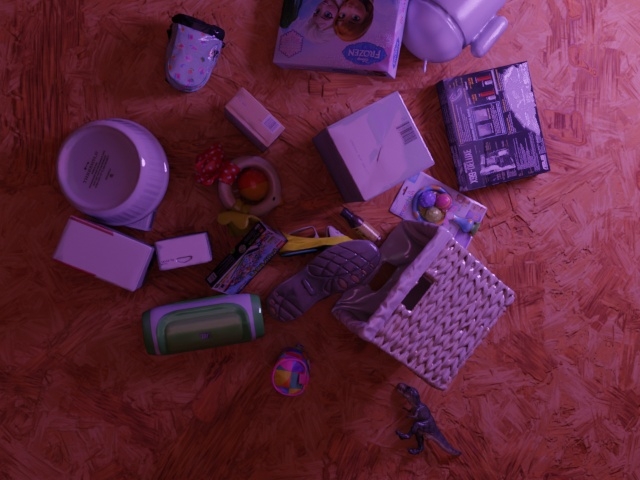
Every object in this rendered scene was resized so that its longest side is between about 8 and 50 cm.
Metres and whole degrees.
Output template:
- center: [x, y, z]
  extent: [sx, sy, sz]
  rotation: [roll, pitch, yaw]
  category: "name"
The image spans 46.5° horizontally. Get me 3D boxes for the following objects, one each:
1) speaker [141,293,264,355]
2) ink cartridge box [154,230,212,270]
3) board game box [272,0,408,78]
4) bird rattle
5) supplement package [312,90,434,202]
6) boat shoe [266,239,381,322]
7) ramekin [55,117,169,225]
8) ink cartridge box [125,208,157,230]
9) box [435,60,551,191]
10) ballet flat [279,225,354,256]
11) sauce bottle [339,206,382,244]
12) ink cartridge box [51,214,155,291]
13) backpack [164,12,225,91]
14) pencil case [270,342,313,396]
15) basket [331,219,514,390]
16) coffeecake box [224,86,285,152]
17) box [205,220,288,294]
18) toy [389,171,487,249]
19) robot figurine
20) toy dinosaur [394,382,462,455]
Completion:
- center: [-0.296, 0.213, 1.895]
  extent: [0.297, 0.131, 0.131]
  rotation: [-9, 93, -7]
  category: "speaker"
- center: [-0.338, 0.023, 1.857]
  extent: [0.127, 0.175, 0.072]
  rotation: [-11, 94, -7]
  category: "ink cartridge box"
- center: [0.058, -0.582, 1.872]
  extent: [0.319, 0.066, 0.318]
  rotation: [10, 91, 22]
  category: "board game box"
- center: [-0.208, -0.138, 1.920]
  extent: [0.207, 0.143, 0.253]
  rotation: [-19, 81, -18]
  category: "bird rattle"
- center: [0.123, -0.225, 1.864]
  extent: [0.198, 0.263, 0.199]
  rotation: [-29, 96, -6]
  category: "supplement package"
- center: [0.005, 0.094, 1.923]
  extent: [0.324, 0.116, 0.123]
  rotation: [-28, 92, 5]
  category: "boat shoe"
- center: [-0.518, -0.172, 1.823]
  extent: [0.273, 0.127, 0.272]
  rotation: [0, 90, 5]
  category: "ramekin"
- center: [-0.504, -0.112, 1.908]
  extent: [0.179, 0.045, 0.145]
  rotation: [15, 91, 9]
  category: "ink cartridge box"
- center: [0.464, -0.304, 2.001]
  extent: [0.242, 0.076, 0.307]
  rotation: [-14, 94, -7]
  category: "box"
- center: [0.000, 0.000, 1.955]
  extent: [0.231, 0.077, 0.077]
  rotation: [-3, 79, -6]
  category: "ballet flat"
- center: [0.106, -0.037, 1.982]
  extent: [0.128, 0.042, 0.042]
  rotation: [40, 87, -5]
  category: "sauce bottle"
- center: [-0.506, 0.031, 1.788]
  extent: [0.197, 0.273, 0.114]
  rotation: [23, 85, -8]
  category: "ink cartridge box"
- center: [-0.329, -0.464, 1.872]
  extent: [0.152, 0.115, 0.182]
  rotation: [18, 92, -10]
  category: "backpack"
- center: [-0.070, 0.326, 1.880]
  extent: [0.104, 0.236, 0.104]
  rotation: [0, 91, 2]
  category: "pencil case"
- center: [0.247, 0.152, 1.870]
  extent: [0.266, 0.331, 0.328]
  rotation: [39, 87, -13]
  category: "basket"
- center: [-0.168, -0.297, 1.863]
  extent: [0.142, 0.185, 0.068]
  rotation: [43, 87, -7]
  category: "coffeecake box"
- center: [-0.186, 0.049, 1.891]
  extent: [0.207, 0.114, 0.036]
  rotation: [-47, 60, 9]
  category: "box"
- center: [0.324, -0.084, 2.001]
  extent: [0.237, 0.056, 0.137]
  rotation: [28, 87, -8]
  category: "toy"
- center: [0.334, -0.602, 1.911]
  extent: [0.300, 0.200, 0.353]
  rotation: [40, 86, 9]
  category: "robot figurine"
- center: [0.272, 0.516, 2.015]
  extent: [0.118, 0.064, 0.268]
  rotation: [-38, 99, -11]
  category: "toy dinosaur"
